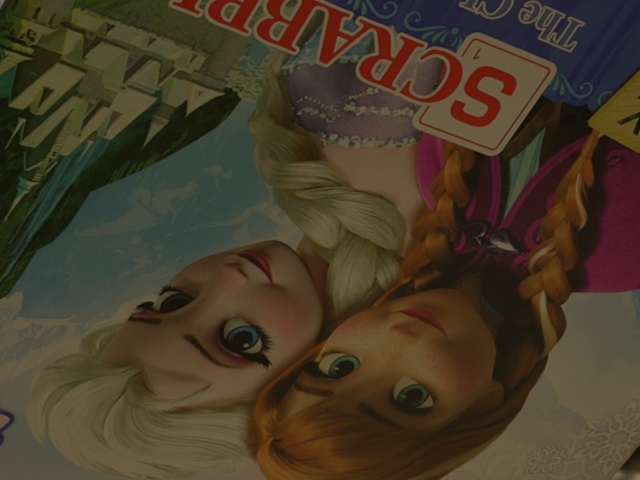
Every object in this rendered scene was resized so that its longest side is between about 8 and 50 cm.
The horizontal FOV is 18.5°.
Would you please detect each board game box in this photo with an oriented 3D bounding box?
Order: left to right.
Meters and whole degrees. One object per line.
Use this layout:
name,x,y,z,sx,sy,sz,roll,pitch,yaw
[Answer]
board game box,0.000,0.000,0.696,0.319,0.318,0.066,18,31,-28
